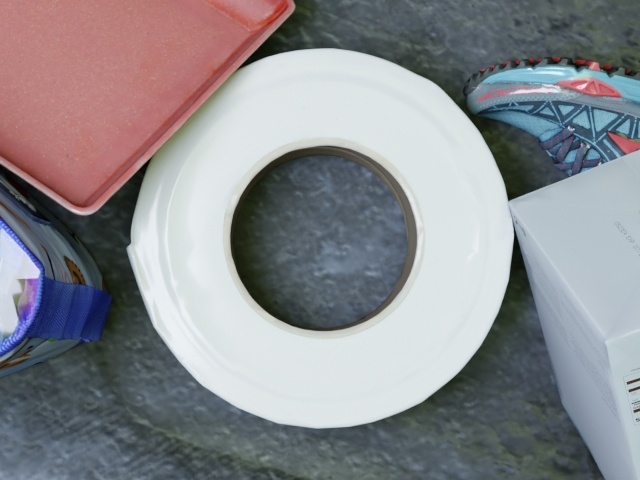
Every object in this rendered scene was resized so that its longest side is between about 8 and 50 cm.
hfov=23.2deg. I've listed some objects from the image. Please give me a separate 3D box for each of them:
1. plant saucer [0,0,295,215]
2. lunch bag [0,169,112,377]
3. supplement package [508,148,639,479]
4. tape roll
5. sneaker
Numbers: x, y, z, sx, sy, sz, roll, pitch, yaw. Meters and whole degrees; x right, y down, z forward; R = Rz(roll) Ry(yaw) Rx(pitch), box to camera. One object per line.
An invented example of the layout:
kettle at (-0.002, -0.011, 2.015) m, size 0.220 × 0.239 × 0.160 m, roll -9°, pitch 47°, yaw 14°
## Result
plant saucer at (-0.193, -0.152, 1.133) m, size 0.259 × 0.047 × 0.258 m, roll 33°, pitch 56°, yaw 11°
lunch bag at (-0.350, 0.009, 1.073) m, size 0.386 × 0.328 × 0.238 m, roll 9°, pitch 87°, yaw 1°
supplement package at (0.251, 0.071, 1.107) m, size 0.149 × 0.194 × 0.203 m, roll -21°, pitch 123°, yaw -2°
tape roll at (0.000, 0.000, 1.190) m, size 0.286 × 0.100 × 0.286 m, roll 0°, pitch 89°, yaw -1°
sneaker at (0.233, -0.066, 1.195) m, size 0.262 × 0.104 × 0.125 m, roll 13°, pitch 90°, yaw 0°
